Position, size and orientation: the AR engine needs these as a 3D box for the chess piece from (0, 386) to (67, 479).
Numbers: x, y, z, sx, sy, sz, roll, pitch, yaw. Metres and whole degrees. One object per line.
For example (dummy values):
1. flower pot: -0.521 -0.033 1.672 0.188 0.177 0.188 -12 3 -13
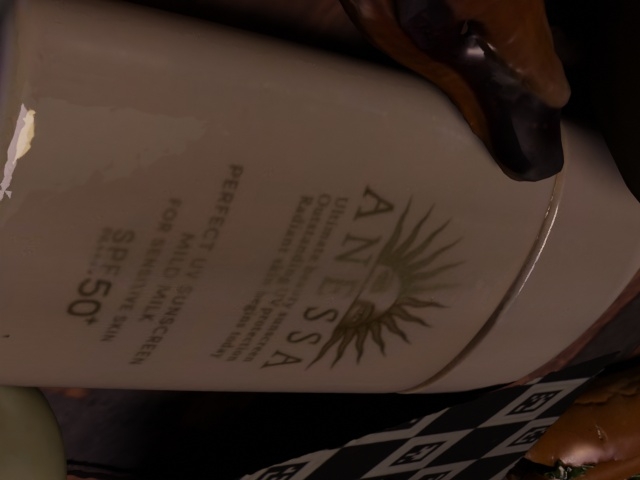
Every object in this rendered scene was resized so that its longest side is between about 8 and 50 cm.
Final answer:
1. chess piece: -0.218 0.102 0.447 0.251 0.144 0.144 -2 132 -37

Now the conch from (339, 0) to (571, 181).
1. conch: 0.042 -0.108 0.403 0.086 0.080 0.233 -9 117 6

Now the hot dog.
1. hot dog: 0.239 0.129 0.808 0.249 0.068 0.100 -14 136 -21

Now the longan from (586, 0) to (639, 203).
1. longan: 0.202 -0.078 0.482 0.198 0.198 0.212 -42 156 12

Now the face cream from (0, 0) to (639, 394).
1. face cream: 0.000 0.000 0.512 0.348 0.081 0.174 8 125 -37

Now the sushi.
1. sushi: 0.024 0.183 0.684 0.264 0.050 0.290 -15 152 -20
